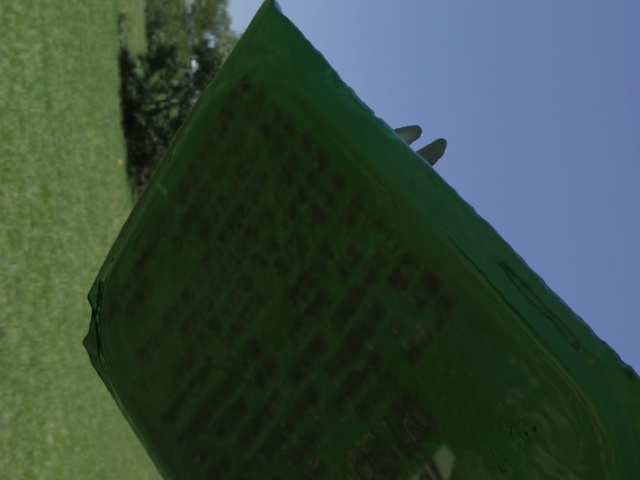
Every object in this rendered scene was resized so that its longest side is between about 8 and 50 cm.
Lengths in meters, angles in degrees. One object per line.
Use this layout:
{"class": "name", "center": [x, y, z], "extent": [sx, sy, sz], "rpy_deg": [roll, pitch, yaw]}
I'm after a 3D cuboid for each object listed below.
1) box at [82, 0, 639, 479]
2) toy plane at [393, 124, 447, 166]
{"class": "box", "center": [0.021, 0.070, 0.478], "extent": [0.336, 0.106, 0.264], "rpy_deg": [50, -60, 26]}
{"class": "toy plane", "center": [0.005, 0.004, 0.828], "extent": [0.088, 0.212, 0.267], "rpy_deg": [36, 63, -60]}
